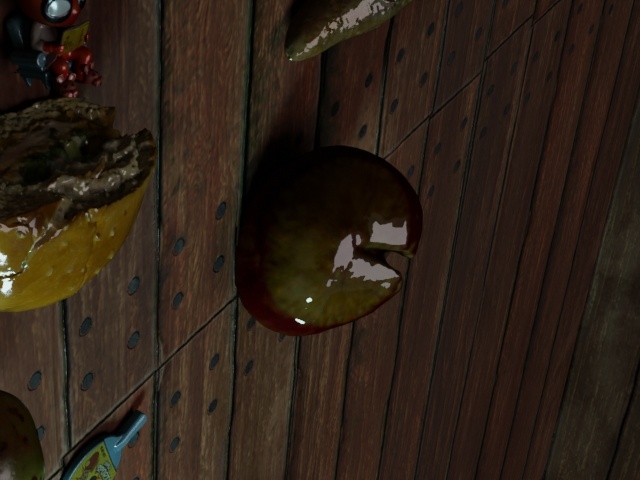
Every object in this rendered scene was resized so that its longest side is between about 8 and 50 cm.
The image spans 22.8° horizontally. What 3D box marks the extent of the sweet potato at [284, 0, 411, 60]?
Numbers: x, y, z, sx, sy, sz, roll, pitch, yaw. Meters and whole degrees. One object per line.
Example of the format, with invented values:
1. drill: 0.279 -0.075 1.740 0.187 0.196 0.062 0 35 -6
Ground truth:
1. sweet potato: 0.072 -0.306 1.888 0.341 0.092 0.114 -38 163 -47

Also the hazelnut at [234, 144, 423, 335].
1. hazelnut: 0.000 0.000 1.938 0.251 0.217 0.217 -50 156 -10

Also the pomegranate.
1. pomegranate: -0.327 0.208 1.475 0.159 0.159 0.205 -62 168 -7

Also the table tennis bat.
1. table tennis bat: -0.256 0.260 1.851 0.155 0.019 0.100 -50 153 -28

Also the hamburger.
1. hamburger: -0.246 -0.022 1.409 0.283 0.144 0.156 -32 141 -57

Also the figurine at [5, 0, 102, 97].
1. figurine: -0.230 -0.197 1.356 0.068 0.075 0.140 -38 135 -46
